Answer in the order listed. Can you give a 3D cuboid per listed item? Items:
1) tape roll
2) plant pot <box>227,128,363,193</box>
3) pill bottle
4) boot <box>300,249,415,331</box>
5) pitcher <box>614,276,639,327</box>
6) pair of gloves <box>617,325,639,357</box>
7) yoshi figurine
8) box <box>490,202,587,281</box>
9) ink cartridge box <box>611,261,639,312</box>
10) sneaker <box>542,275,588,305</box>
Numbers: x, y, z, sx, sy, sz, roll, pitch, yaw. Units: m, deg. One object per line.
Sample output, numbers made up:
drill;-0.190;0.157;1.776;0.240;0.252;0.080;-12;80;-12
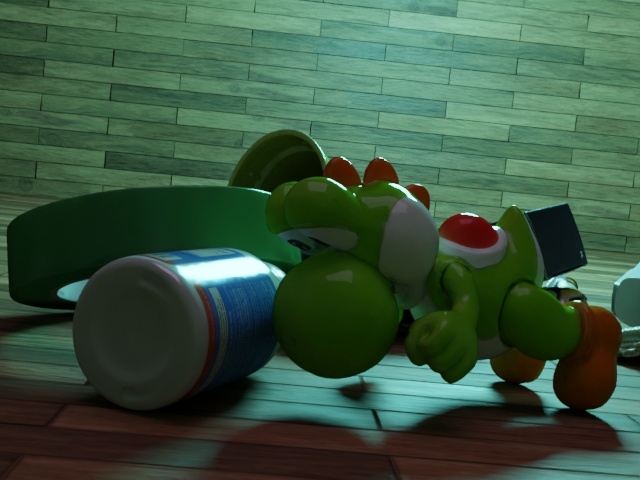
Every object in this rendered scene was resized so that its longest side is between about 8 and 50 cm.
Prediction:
tape roll;-0.183;0.017;1.014;0.321;0.077;0.321;-7;-11;-1
plant pot;-0.003;-0.046;1.724;0.276;0.276;0.253;10;-4;46
pill bottle;-0.104;0.070;0.798;0.124;0.124;0.221;8;5;23
boot;0.034;0.041;1.240;0.260;0.131;0.348;-6;22;-37
pitcher;0.590;0.104;1.387;0.207;0.126;0.178;-8;31;-27
pair of gloves;0.494;0.116;1.140;0.240;0.042;0.204;-13;-10;43
yoshi figurine;0.094;0.074;0.829;0.362;0.203;0.203;25;36;-26
box;0.291;0.025;1.434;0.207;0.108;0.153;-21;-6;38
ink cartridge box;0.693;0.095;1.628;0.275;0.060;0.239;8;15;31
sneaker;0.392;0.101;1.441;0.083;0.070;0.185;18;17;31
